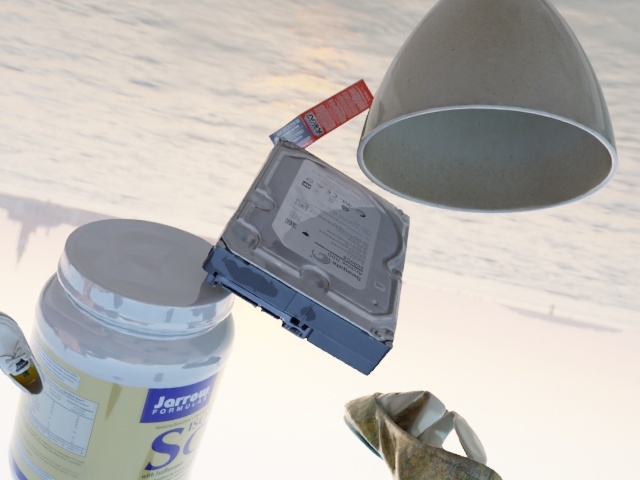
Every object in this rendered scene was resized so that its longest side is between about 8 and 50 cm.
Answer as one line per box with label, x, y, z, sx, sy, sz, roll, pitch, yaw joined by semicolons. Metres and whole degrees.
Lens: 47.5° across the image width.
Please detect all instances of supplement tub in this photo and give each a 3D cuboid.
supplement tub;-0.244;0.164;0.912;0.241;0.331;0.241;17;-157;-7

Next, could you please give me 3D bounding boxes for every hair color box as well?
hair color box;0.006;-0.198;1.192;0.167;0.053;0.093;-36;-173;-38

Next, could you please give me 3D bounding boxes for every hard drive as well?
hard drive;0.000;0.000;0.956;0.237;0.064;0.339;32;-150;-6

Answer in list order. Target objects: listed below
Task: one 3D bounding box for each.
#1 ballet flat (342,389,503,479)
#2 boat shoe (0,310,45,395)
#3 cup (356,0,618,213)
ballet flat;0.120;0.241;0.865;0.123;0.123;0.348;13;-175;-12
boat shoe;-0.272;0.103;0.646;0.035;0.100;0.035;30;-127;36
cup;0.227;-0.203;0.988;0.331;0.236;0.331;8;162;2
